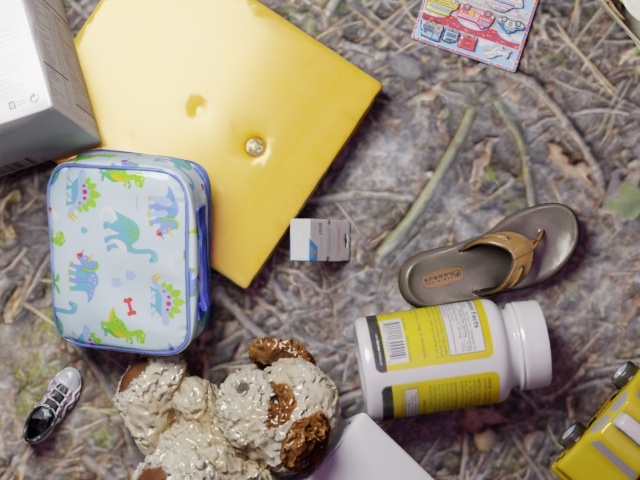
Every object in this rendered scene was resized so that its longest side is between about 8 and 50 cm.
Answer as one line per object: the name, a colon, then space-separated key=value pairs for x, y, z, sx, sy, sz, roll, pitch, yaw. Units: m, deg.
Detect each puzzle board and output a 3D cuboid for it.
puzzle board: x=0.180 y=-0.260 z=1.733 sx=0.128 sy=0.011 sz=0.096 roll=18 pitch=89 yaw=-2

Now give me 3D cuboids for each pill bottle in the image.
pill bottle: x=0.147 y=0.130 z=1.673 sx=0.208 sy=0.119 sz=0.119 roll=-8 pitch=90 yaw=-2

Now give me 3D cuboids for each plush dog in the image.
plush dog: x=-0.079 y=0.218 z=1.634 sx=0.225 sy=0.262 sz=0.210 roll=-32 pitch=124 yaw=7

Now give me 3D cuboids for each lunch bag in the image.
lunch bag: x=-0.204 y=0.014 z=1.640 sx=0.176 sy=0.090 sz=0.219 roll=4 pitch=106 yaw=15

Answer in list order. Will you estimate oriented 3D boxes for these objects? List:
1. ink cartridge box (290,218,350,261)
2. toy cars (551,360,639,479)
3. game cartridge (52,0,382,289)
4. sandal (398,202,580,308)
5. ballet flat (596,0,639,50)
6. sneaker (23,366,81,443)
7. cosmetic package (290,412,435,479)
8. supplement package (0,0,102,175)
ink cartridge box: x=0.000 y=0.000 z=1.701 sx=0.028 sy=0.083 sz=0.048 roll=1 pitch=89 yaw=34
toy cars: x=0.458 y=0.205 z=1.698 sx=0.393 sy=0.087 sz=0.176 roll=-8 pitch=90 yaw=-2
game cartridge: x=-0.138 y=-0.148 z=1.705 sx=0.323 sy=0.053 sz=0.285 roll=34 pitch=88 yaw=1
sandal: x=0.195 y=0.021 z=1.705 sx=0.219 sy=0.060 sz=0.090 roll=-15 pitch=90 yaw=-2
ballet flat: x=0.401 y=-0.226 z=1.696 sx=0.248 sy=0.086 sz=0.086 roll=41 pitch=88 yaw=-6
sneaker: x=-0.303 y=0.189 z=1.681 sx=0.038 sy=0.069 sz=0.098 roll=29 pitch=88 yaw=-2
cosmetic package: x=0.081 y=0.313 z=1.660 sx=0.231 sy=0.085 sz=0.117 roll=45 pitch=64 yaw=-5
supplement package: x=-0.381 y=-0.213 z=1.593 sx=0.199 sy=0.198 sz=0.263 roll=-18 pitch=81 yaw=5
